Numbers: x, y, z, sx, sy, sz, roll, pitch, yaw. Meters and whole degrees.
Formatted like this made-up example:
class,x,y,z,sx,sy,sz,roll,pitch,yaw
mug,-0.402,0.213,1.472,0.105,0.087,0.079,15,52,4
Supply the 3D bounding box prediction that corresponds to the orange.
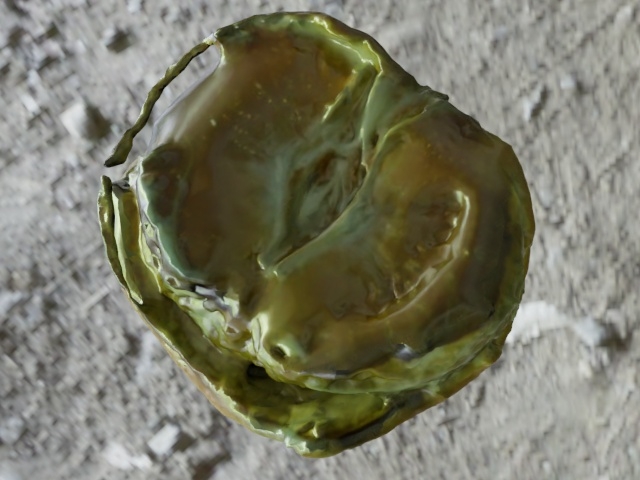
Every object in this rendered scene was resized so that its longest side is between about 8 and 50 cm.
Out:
class,x,y,z,sx,sy,sz,roll,pitch,yaw
orange,0.000,0.000,0.644,0.160,0.112,0.170,-4,78,4
